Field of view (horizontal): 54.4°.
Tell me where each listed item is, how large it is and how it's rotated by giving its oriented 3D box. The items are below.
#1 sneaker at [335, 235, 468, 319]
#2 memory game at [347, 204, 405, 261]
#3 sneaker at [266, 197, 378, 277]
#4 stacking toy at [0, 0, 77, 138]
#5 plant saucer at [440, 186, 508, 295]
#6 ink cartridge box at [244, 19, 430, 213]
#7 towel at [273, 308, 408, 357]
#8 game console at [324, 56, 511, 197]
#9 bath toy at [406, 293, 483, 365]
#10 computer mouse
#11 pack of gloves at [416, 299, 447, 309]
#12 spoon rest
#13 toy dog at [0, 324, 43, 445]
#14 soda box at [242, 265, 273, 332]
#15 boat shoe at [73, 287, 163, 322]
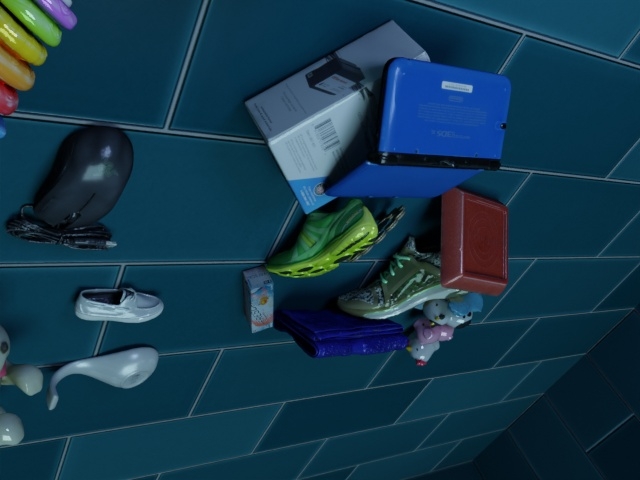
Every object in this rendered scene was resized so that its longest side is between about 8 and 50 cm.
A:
[{"bbox_3d":[0.227,0.078,1.650,0.411,0.158,0.181,-17,104,0],"label":"sneaker"},{"bbox_3d":[0.128,-0.014,1.437,0.186,0.012,0.186,-44,-173,6],"label":"memory game"},{"bbox_3d":[0.000,0.000,1.397,0.296,0.123,0.109,-28,153,30],"label":"sneaker"},{"bbox_3d":[-0.381,-0.292,0.786,0.302,0.175,0.165,-45,144,-3],"label":"stacking toy"},{"bbox_3d":[0.397,0.000,1.557,0.259,0.258,0.048,12,167,-42],"label":"plant saucer"},{"bbox_3d":[0.051,-0.221,1.146,0.308,0.129,0.223,-29,144,-1],"label":"ink cartridge box"},{"bbox_3d":[0.053,0.224,1.621,0.308,0.228,0.076,3,105,-36],"label":"towel"},{"bbox_3d":[0.176,-0.189,1.138,0.293,0.173,0.250,-2,104,-34],"label":"game console"},{"bbox_3d":[0.353,0.267,1.896,0.152,0.129,0.348,24,138,-2],"label":"bath toy"},{"bbox_3d":[-0.403,-0.073,1.068,0.189,0.072,0.272,11,128,-40],"label":"computer mouse"},{"bbox_3d":[0.336,0.142,1.858,0.232,0.046,0.195,4,142,-32],"label":"pack of gloves"},{"bbox_3d":[-0.509,0.312,1.465,0.276,0.084,0.137,-9,142,-45],"label":"spoon rest"},{"bbox_3d":[-0.710,0.253,1.131,0.396,0.284,0.408,32,120,-10],"label":"toy dog"},{"bbox_3d":[-0.150,0.144,1.501,0.058,0.063,0.183,-16,142,-17],"label":"soda box"},{"bbox_3d":[-0.419,0.128,1.311,0.184,0.066,0.063,8,131,-27],"label":"boat shoe"}]
